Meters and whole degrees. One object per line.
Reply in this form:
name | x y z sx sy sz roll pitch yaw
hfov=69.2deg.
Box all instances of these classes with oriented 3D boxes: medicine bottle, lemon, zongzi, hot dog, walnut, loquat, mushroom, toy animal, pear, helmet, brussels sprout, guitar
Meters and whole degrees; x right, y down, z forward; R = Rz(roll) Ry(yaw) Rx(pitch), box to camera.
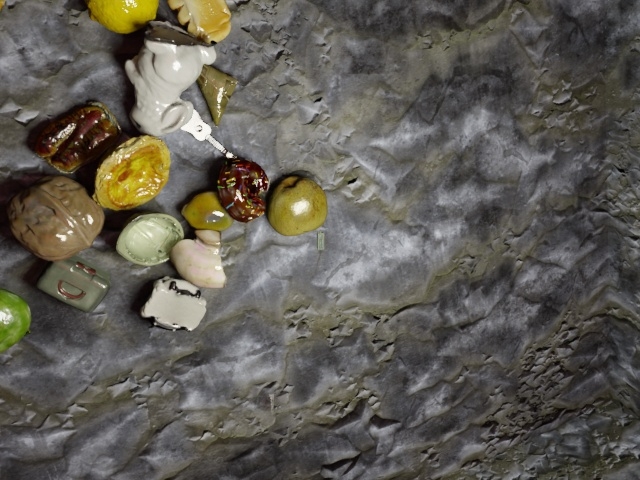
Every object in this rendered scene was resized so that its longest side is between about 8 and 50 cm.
medicine bottle | -0.663 -0.312 1.549 0.058 0.058 0.091 39 91 -24
lemon | -0.590 -0.725 1.380 0.231 0.192 0.192 -28 112 -1
zongzi | -0.387 -0.502 1.577 0.160 0.078 0.176 25 100 -18
hot dog | -0.776 -0.330 1.488 0.270 0.082 0.162 -36 101 -6
walnut | -0.836 -0.066 1.473 0.273 0.273 0.227 33 122 -24
loquat | -0.394 -0.102 1.656 0.195 0.152 0.152 -1 106 -8
mushroom | -0.428 0.090 1.628 0.173 0.162 0.236 -7 138 -25
toy animal | -0.486 -0.483 1.467 0.258 0.194 0.357 14 124 -11
pear | -0.089 -0.130 1.719 0.228 0.188 0.211 -17 113 -10
helmet | -0.609 -0.033 1.594 0.204 0.137 0.257 -52 151 -1
brussels sprout | -1.080 0.267 1.513 0.244 0.244 0.244 -5 107 -17
guitar | -0.386 -0.357 1.638 0.084 0.038 0.271 -47 118 4
toy animal | -0.540 0.227 1.700 0.208 0.156 0.204 26 95 -31

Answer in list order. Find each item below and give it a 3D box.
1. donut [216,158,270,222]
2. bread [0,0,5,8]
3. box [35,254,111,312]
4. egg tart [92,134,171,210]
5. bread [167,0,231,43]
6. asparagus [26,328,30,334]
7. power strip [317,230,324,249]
donut | -0.262 -0.186 1.632 0.216 0.096 0.230 56 42 -35
bread | -1.017 -0.616 1.311 0.152 0.119 0.288 19 98 -19
box | -0.837 0.139 1.588 0.210 0.129 0.148 36 93 -24
egg tart | -0.626 -0.229 1.519 0.116 0.295 0.295 40 91 16
bread | -0.405 -0.774 1.456 0.173 0.121 0.311 -37 117 -27
asparagus | -1.096 0.351 1.620 0.165 0.030 0.036 -31 123 -7
power strip | 0.000 0.000 1.882 0.027 0.017 0.083 -6 109 -18
